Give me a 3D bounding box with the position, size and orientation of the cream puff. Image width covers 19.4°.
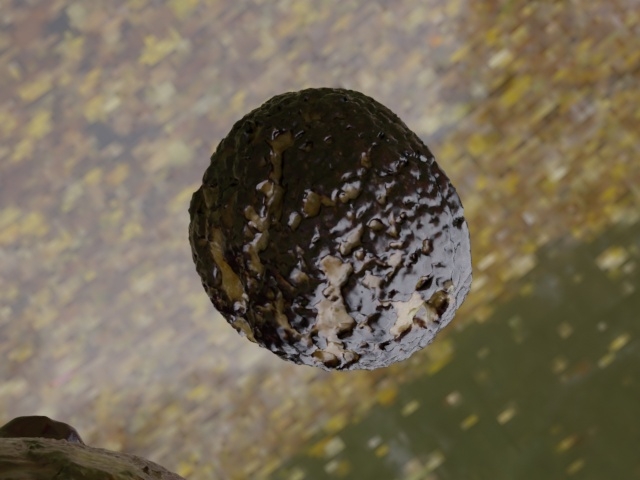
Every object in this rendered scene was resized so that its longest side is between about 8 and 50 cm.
[{"bbox_3d":[0.000,0.000,1.473,0.165,0.239,0.239,-33,160,-31],"label":"cream puff"}]

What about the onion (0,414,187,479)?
[{"bbox_3d":[-0.280,0.371,1.646,0.398,0.398,0.420,-10,112,-50],"label":"onion"}]
